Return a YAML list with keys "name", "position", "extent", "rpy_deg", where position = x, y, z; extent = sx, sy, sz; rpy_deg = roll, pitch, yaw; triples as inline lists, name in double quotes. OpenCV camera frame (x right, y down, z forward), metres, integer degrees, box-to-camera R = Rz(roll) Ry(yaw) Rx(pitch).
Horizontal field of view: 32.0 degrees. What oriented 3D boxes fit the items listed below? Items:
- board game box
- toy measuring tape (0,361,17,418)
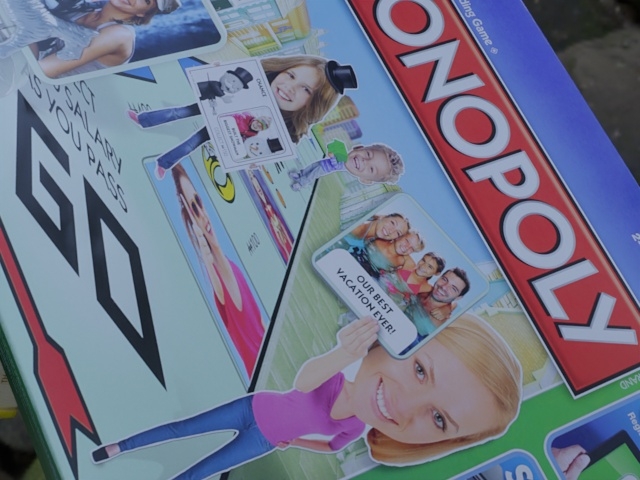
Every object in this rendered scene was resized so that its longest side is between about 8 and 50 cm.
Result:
- name: "board game box"
  position: [0.000, 0.000, 0.364]
  extent: [0.213, 0.046, 0.317]
  rpy_deg: [-20, 69, -22]
- name: "toy measuring tape"
  position: [-0.220, 0.066, 0.684]
  extent: [0.330, 0.121, 0.121]
  rpy_deg: [11, 21, -44]
